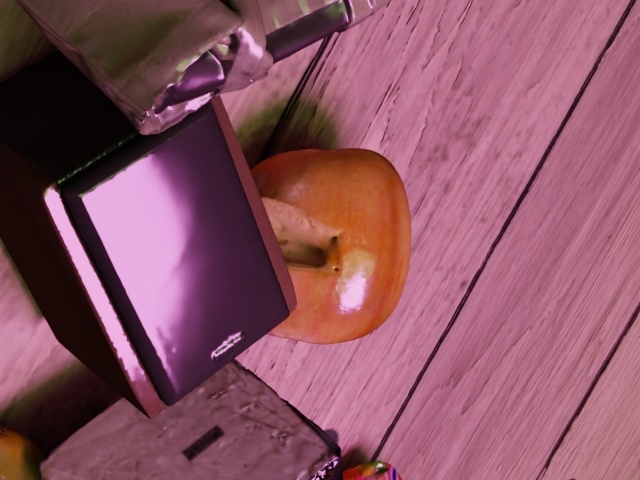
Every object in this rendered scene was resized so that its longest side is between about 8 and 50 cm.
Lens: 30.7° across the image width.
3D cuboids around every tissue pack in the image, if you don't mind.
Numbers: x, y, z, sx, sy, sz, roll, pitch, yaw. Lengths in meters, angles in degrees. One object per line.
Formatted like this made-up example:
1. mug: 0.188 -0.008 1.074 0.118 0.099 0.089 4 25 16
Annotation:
1. tissue pack: -0.102 0.285 1.075 0.210 0.198 0.370 -32 144 -22

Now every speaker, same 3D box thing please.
1. speaker: -0.147 -0.017 0.884 0.153 0.193 0.230 -36 131 -22

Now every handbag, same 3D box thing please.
1. handbag: -0.081 -0.229 0.788 0.316 0.253 0.109 -34 173 -26

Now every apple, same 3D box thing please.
1. apple: 0.000 0.000 1.051 0.199 0.199 0.199 -23 130 -32

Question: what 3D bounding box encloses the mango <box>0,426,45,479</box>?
1. mango: -0.282 0.238 0.999 0.122 0.086 0.191 -46 149 -42

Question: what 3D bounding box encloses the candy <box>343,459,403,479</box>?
1. candy: -0.052 0.375 1.309 0.365 0.124 0.124 -29 133 -16
